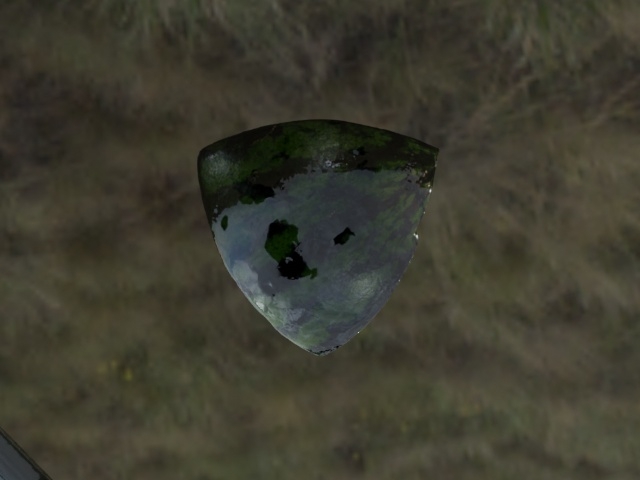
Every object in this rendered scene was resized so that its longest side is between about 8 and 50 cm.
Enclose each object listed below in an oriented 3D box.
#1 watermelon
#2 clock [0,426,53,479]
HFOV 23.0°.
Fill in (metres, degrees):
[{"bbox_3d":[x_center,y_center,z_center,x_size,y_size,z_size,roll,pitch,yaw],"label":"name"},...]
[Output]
[{"bbox_3d":[-0.003,0.000,1.248,0.193,0.145,0.137,0,155,8],"label":"watermelon"},{"bbox_3d":[-0.269,0.244,0.972,0.279,0.273,0.049,-43,-170,-11],"label":"clock"}]
